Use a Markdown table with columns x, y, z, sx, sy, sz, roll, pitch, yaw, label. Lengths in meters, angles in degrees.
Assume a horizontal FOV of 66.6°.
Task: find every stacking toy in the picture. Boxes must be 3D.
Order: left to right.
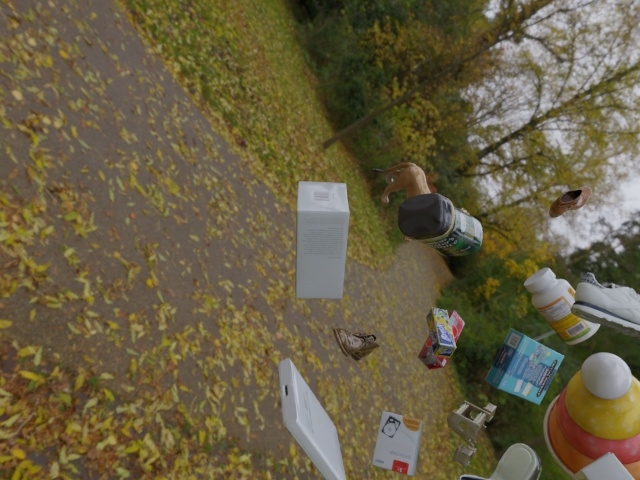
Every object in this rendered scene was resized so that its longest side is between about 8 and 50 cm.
| x | y | z | sx | sy | sz | roll | pitch | yaw | label |
| --- | --- | --- | --- | --- | --- | --- | --- | --- | --- |
| 0.817 | 0.466 | 1.381 | 0.351 | 0.350 | 0.480 | -101 | 169 | -50 | stacking toy |

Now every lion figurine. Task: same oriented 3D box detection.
| x | y | z | sx | sy | sz | roll | pitch | yaw | label |
| --- | --- | --- | --- | --- | --- | --- | --- | --- | --- |
| 0.354 | -0.148 | 1.726 | 0.142 | 0.240 | 0.392 | -31 | 85 | -39 | lion figurine |

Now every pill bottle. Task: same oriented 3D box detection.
| x | y | z | sx | sy | sz | roll | pitch | yaw | label |
| --- | --- | --- | --- | --- | --- | --- | --- | --- | --- |
| 0.815 | 0.218 | 1.660 | 0.246 | 0.136 | 0.136 | 51 | 13 | 4 | pill bottle |

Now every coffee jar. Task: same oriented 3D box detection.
| x | y | z | sx | sy | sz | roll | pitch | yaw | label |
| --- | --- | --- | --- | --- | --- | --- | --- | --- | --- |
| 0.220 | -0.026 | 0.891 | 0.184 | 0.096 | 0.079 | 21 | 67 | -49 | coffee jar |

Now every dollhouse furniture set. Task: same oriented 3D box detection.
| x | y | z | sx | sy | sz | roll | pitch | yaw | label |
| --- | --- | --- | --- | --- | --- | --- | --- | --- | --- |
| 0.491 | 0.630 | 1.628 | 0.182 | 0.101 | 0.161 | -5 | 112 | -54 | dollhouse furniture set |

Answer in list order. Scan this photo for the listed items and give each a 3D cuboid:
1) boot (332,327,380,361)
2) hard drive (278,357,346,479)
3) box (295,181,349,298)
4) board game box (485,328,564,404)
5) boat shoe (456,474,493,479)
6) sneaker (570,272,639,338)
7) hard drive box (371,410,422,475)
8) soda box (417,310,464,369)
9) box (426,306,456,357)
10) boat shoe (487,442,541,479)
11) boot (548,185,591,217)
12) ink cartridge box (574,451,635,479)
| x | y | z | sx | sy | sz | roll | pitch | yaw | label |
| --- | --- | --- | --- | --- | --- | --- | --- | --- | --- |
| 0.132 | 0.362 | 1.775 | 0.305 | 0.115 | 0.112 | 42 | 25 | -60 | boot |
| -0.020 | 0.473 | 1.243 | 0.203 | 0.040 | 0.307 | -105 | 170 | -58 | hard drive |
| 0.000 | 0.000 | 1.666 | 0.215 | 0.168 | 0.345 | -91 | -176 | -57 | box |
| 0.906 | 0.563 | 2.154 | 0.336 | 0.254 | 0.079 | 27 | 0 | -32 | board game box |
| 0.437 | 0.639 | 1.236 | 0.066 | 0.184 | 0.063 | -59 | 158 | -44 | boat shoe |
| 0.660 | 0.150 | 1.033 | 0.235 | 0.095 | 0.090 | 23 | -14 | 2 | sneaker |
| 0.343 | 0.898 | 2.153 | 0.089 | 0.181 | 0.232 | 62 | 39 | -58 | hard drive box |
| 0.524 | 0.428 | 2.101 | 0.083 | 0.092 | 0.263 | 47 | 53 | -8 | soda box |
| 0.394 | 0.301 | 1.600 | 0.169 | 0.059 | 0.054 | -88 | -168 | -54 | box |
| 0.486 | 0.687 | 1.317 | 0.091 | 0.305 | 0.109 | 36 | 4 | -39 | boat shoe |
| 0.985 | -0.168 | 1.882 | 0.073 | 0.197 | 0.152 | 54 | -2 | 22 | boot |
| 0.721 | 0.629 | 1.157 | 0.212 | 0.093 | 0.154 | 60 | 2 | 34 | ink cartridge box |
